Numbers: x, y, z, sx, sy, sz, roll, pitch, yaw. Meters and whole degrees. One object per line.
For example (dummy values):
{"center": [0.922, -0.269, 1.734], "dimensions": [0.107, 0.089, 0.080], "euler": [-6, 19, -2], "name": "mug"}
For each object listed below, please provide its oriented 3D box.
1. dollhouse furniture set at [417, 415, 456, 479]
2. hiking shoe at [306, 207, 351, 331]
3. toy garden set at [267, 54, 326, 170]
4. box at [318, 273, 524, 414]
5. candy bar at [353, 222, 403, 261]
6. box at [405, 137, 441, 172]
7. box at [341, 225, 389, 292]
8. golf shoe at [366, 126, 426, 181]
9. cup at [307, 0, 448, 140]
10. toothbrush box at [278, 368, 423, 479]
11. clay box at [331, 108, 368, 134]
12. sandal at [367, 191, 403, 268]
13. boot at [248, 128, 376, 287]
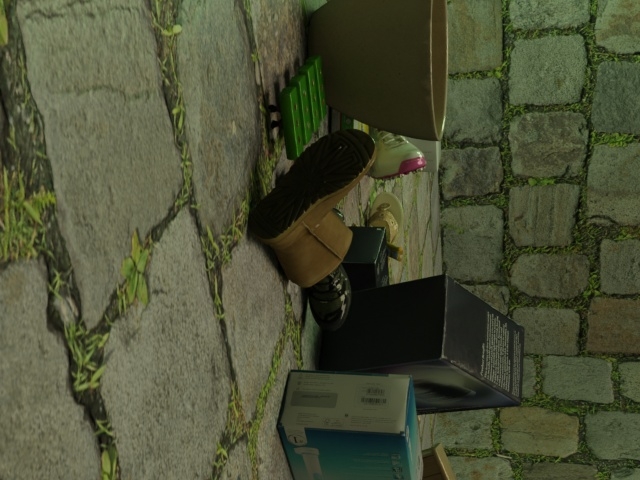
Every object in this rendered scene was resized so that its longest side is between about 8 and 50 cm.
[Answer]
{"center": [0.148, 0.550, 2.056], "dimensions": [0.355, 0.174, 0.303], "euler": [-19, 85, -64], "name": "dollhouse furniture set"}
{"center": [-0.005, 0.053, 1.718], "dimensions": [0.114, 0.086, 0.226], "euler": [-4, 90, -64], "name": "hiking shoe"}
{"center": [-0.035, -0.181, 1.604], "dimensions": [0.244, 0.049, 0.203], "euler": [-65, 151, -63], "name": "toy garden set"}
{"center": [0.202, 0.221, 1.903], "dimensions": [0.294, 0.296, 0.182], "euler": [33, 55, -40], "name": "box"}
{"center": [0.127, 0.005, 2.162], "dimensions": [0.018, 0.161, 0.040], "euler": [-26, 128, -33], "name": "candy bar"}
{"center": [0.202, -0.269, 2.344], "dimensions": [0.119, 0.181, 0.181], "euler": [-66, 154, -59], "name": "box"}
{"center": [0.092, 0.073, 2.079], "dimensions": [0.156, 0.093, 0.158], "euler": [-68, 157, -57], "name": "box"}
{"center": [0.146, -0.210, 2.154], "dimensions": [0.306, 0.115, 0.140], "euler": [-154, -132, -72], "name": "golf shoe"}
{"center": [0.109, -0.351, 1.793], "dimensions": [0.331, 0.237, 0.330], "euler": [1, 90, -77], "name": "cup"}
{"center": [0.062, 0.366, 1.687], "dimensions": [0.295, 0.217, 0.126], "euler": [78, 19, -44], "name": "toothbrush box"}
{"center": [0.066, -0.236, 2.031], "dimensions": [0.222, 0.053, 0.127], "euler": [-18, 110, -79], "name": "clay box"}
{"center": [0.156, -0.025, 2.373], "dimensions": [0.079, 0.088, 0.239], "euler": [76, 24, -68], "name": "sandal"}
{"center": [0.009, -0.046, 1.515], "dimensions": [0.089, 0.236, 0.269], "euler": [53, 1, 22], "name": "boot"}
